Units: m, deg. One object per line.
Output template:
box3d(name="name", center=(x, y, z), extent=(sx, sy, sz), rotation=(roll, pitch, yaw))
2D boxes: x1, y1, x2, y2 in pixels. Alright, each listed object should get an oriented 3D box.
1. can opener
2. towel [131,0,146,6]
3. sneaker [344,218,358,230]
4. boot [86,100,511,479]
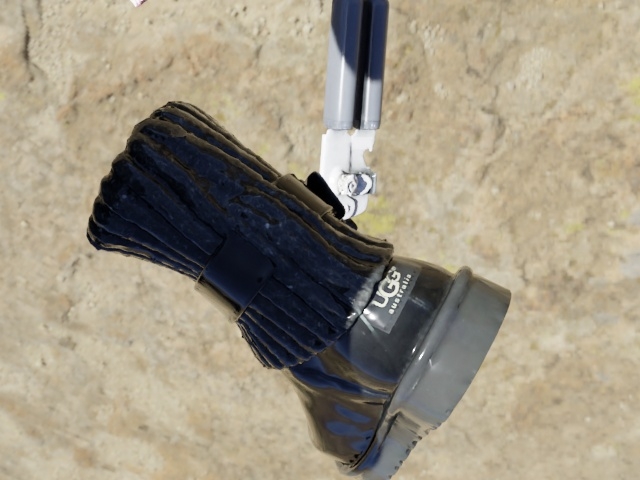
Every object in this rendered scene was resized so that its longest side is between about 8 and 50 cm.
box3d(name="can opener", center=(0.029, -0.160, 1.146), extent=(0.074, 0.093, 0.280), rotation=(-5, 111, -31))
box3d(name="towel", center=(-0.271, -0.460, 1.440), extent=(0.144, 0.197, 0.029), rotation=(44, 144, -12))
box3d(name="sneaker", center=(0.000, 0.000, 1.926), extent=(0.293, 0.102, 0.146), rotation=(28, 96, -11))
box3d(name="boot", center=(-0.027, 0.048, 0.695), extent=(0.260, 0.131, 0.348), rotation=(27, 154, 4))
